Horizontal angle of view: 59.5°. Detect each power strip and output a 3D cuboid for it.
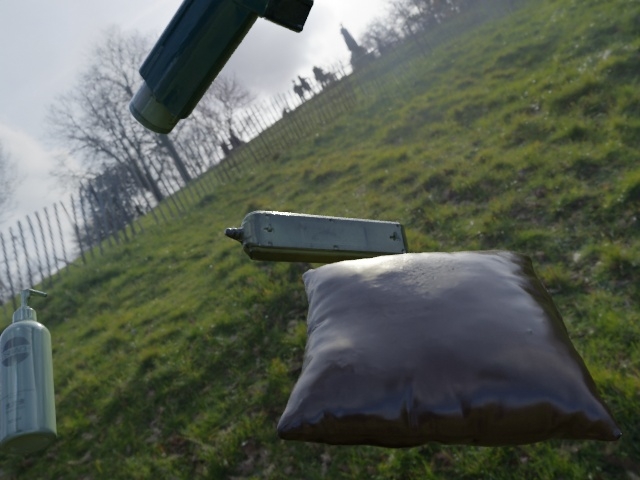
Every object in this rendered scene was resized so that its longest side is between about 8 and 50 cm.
[{"bbox_3d":[0.000,0.000,1.115,0.387,0.092,0.066,4,-31,-22],"label":"power strip"}]

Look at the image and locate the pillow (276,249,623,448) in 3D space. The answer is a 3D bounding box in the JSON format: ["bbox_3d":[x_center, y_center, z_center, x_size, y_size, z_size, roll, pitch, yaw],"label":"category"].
[{"bbox_3d":[0.118,0.109,0.624,0.305,0.108,0.308,-4,27,6],"label":"pillow"}]

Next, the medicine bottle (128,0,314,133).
[{"bbox_3d":[-0.125,-0.231,0.668,0.258,0.124,0.079,-44,27,23],"label":"medicine bottle"}]

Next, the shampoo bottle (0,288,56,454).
[{"bbox_3d":[-0.332,0.136,0.629,0.056,0.195,0.056,-16,-35,-12],"label":"shampoo bottle"}]
